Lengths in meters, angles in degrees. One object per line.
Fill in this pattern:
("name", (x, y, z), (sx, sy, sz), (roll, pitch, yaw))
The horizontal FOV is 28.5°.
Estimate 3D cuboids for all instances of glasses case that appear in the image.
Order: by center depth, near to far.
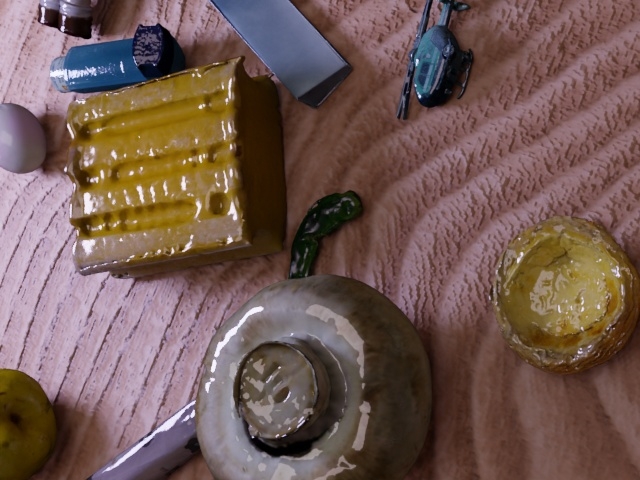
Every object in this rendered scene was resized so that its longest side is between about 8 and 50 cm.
("glasses case", (-0.067, -0.322, 1.988), (0.105, 0.056, 0.266), (-35, 65, -10))

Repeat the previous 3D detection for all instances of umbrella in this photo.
("umbrella", (-0.234, 0.317, 1.936), (0.337, 0.067, 0.073), (-38, 77, 16))

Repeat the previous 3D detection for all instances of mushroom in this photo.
("mushroom", (-0.014, 0.218, 1.735), (0.352, 0.260, 0.352), (-3, 83, 22))

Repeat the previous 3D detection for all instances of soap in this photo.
("soap", (-0.226, -0.104, 1.962), (0.335, 0.156, 0.294), (-12, 80, 25))

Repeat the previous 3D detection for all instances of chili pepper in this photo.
("chili pepper", (-0.006, -0.001, 1.890), (0.073, 0.050, 0.182), (33, 98, 21))

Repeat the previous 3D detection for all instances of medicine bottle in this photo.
("medicine bottle", (-0.336, -0.291, 2.071), (0.258, 0.124, 0.079), (-4, 80, 28))

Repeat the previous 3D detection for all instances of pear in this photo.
("pear", (-0.524, 0.307, 2.022), (0.200, 0.200, 0.200), (-5, 78, 26))

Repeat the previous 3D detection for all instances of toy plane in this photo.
("toy plane", (0.174, -0.287, 1.853), (0.096, 0.060, 0.235), (16, 92, 41))

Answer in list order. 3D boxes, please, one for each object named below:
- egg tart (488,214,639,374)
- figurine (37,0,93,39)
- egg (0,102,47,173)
("egg tart", (0.330, 0.076, 1.683), (0.212, 0.090, 0.213), (-6, 76, 24))
("figurine", (-0.379, -0.528, 2.117), (0.281, 0.167, 0.370), (26, 102, 33))
("egg", (-0.523, -0.174, 2.152), (0.103, 0.103, 0.135), (-40, 68, 15))
